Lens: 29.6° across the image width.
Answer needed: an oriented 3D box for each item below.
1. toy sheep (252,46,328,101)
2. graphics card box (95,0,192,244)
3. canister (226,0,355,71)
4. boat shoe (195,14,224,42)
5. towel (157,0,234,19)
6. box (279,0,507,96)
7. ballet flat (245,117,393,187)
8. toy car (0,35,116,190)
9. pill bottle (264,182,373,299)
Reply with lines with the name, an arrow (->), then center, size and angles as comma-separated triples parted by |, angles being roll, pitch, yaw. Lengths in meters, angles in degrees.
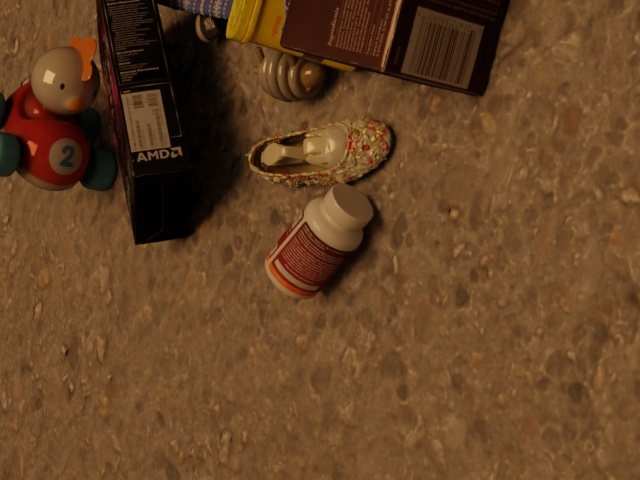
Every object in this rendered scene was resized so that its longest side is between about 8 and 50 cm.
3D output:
toy sheep -> -0.044, -0.232, 1.652 | 0.132, 0.091, 0.091 | 17, 97, 45
graphics card box -> -0.271, -0.207, 1.838 | 0.233, 0.094, 0.371 | 107, 150, -63
canister -> -0.023, -0.297, 1.563 | 0.073, 0.170, 0.126 | -152, 78, -72
boat shoe -> -0.167, -0.364, 1.849 | 0.038, 0.046, 0.125 | -18, 61, 33
towel -> -0.114, -0.442, 1.763 | 0.336, 0.040, 0.243 | 20, 95, 43
box -> 0.089, -0.280, 1.438 | 0.203, 0.168, 0.167 | 24, 103, 48
ballet flat -> -0.010, -0.113, 1.601 | 0.241, 0.077, 0.091 | -12, 75, 48
toy car -> -0.427, -0.226, 1.997 | 0.238, 0.219, 0.210 | -52, 49, 32
pill bottle -> 0.000, 0.000, 1.564 | 0.152, 0.086, 0.086 | -50, 50, 33
